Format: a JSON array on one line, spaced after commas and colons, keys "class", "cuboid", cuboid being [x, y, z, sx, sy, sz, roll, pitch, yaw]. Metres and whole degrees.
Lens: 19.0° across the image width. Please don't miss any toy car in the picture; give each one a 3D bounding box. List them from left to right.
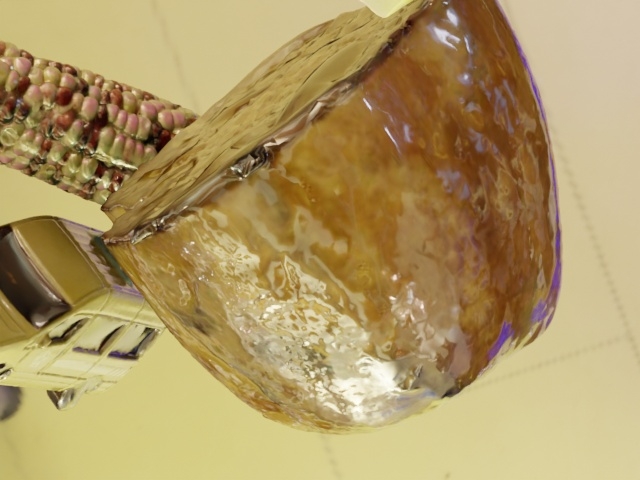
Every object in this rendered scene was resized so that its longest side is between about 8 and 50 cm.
[{"class": "toy car", "cuboid": [-0.201, 0.046, 1.387, 0.124, 0.257, 0.101, -42, 74, 7]}]

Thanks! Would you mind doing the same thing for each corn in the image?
[{"class": "corn", "cuboid": [-0.191, -0.082, 1.360, 0.281, 0.092, 0.092, 20, 106, -22]}]

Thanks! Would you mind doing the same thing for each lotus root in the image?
[{"class": "lotus root", "cuboid": [0.000, 0.000, 1.241, 0.316, 0.316, 0.250, -23, 107, 17]}]

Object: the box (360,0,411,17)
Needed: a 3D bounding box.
[{"class": "box", "cuboid": [-0.028, -0.204, 0.480, 0.260, 0.175, 0.062, 39, 147, -10]}]
